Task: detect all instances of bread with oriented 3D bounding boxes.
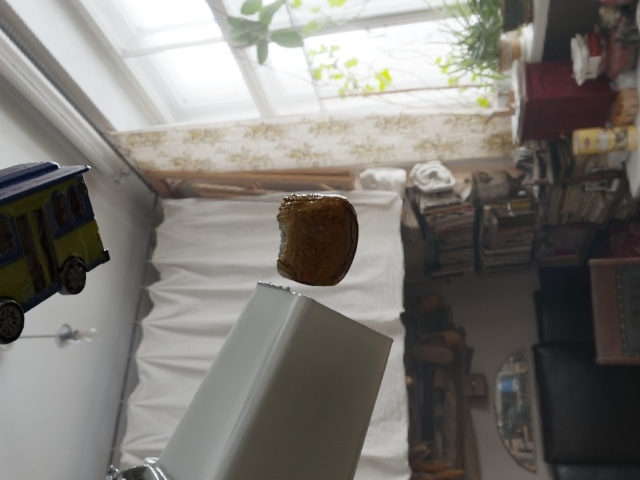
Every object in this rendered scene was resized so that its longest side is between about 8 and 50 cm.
[{"bbox_3d":[0.000,0.000,0.790,0.044,0.126,0.129,12,96,62],"label":"bread"}]

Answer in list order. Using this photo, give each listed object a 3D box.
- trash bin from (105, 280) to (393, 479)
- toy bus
[{"bbox_3d":[-0.082,0.253,0.811,0.256,0.296,0.367,2,66,63],"label":"trash bin"},{"bbox_3d":[-0.405,0.010,0.724,0.287,0.138,0.175,-58,-37,-67],"label":"toy bus"}]
